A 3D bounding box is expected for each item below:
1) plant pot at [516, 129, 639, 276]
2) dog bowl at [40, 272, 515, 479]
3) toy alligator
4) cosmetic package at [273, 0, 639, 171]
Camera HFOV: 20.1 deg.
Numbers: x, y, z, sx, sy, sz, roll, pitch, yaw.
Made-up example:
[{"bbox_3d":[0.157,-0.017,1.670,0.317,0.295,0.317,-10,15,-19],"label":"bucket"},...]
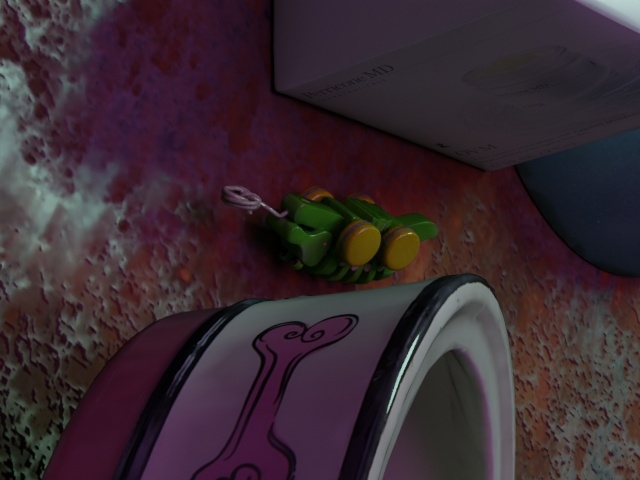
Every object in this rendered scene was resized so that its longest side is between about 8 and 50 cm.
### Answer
[{"bbox_3d":[0.292,-0.132,1.360,0.290,0.195,0.290,17,66,-44],"label":"plant pot"},{"bbox_3d":[-0.023,0.208,0.835,0.408,0.150,0.408,7,90,-73],"label":"dog bowl"},{"bbox_3d":[0.000,0.000,1.113,0.190,0.056,0.051,6,114,-46],"label":"toy alligator"},{"bbox_3d":[0.124,-0.154,1.160,0.225,0.224,0.138,18,65,-43],"label":"cosmetic package"}]
